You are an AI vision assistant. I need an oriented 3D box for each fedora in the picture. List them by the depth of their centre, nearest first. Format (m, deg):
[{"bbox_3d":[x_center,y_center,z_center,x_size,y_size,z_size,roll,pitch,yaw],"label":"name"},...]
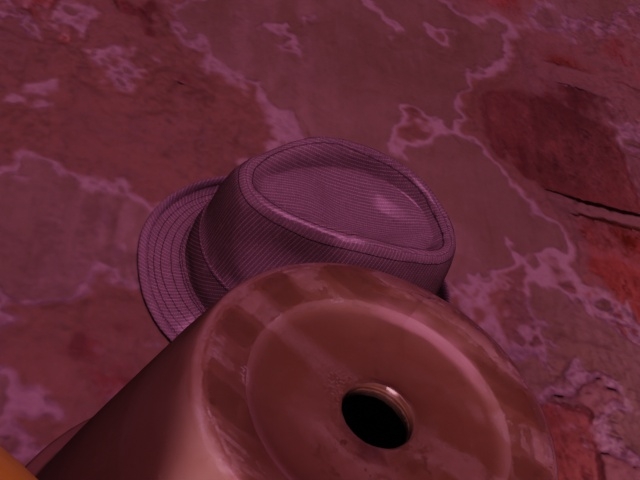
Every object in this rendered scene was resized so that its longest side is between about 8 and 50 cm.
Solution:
[{"bbox_3d":[0.000,0.000,0.915,0.275,0.124,0.244,13,43,-17],"label":"fedora"}]

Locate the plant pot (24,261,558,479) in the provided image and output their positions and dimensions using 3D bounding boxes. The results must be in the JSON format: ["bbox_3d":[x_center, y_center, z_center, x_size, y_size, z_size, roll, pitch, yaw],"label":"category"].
[{"bbox_3d":[-0.021,0.169,0.617,0.323,0.280,0.323,16,41,-14],"label":"plant pot"}]

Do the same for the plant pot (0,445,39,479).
[{"bbox_3d":[-0.247,0.134,0.410,0.239,0.254,0.254,39,42,14],"label":"plant pot"}]
